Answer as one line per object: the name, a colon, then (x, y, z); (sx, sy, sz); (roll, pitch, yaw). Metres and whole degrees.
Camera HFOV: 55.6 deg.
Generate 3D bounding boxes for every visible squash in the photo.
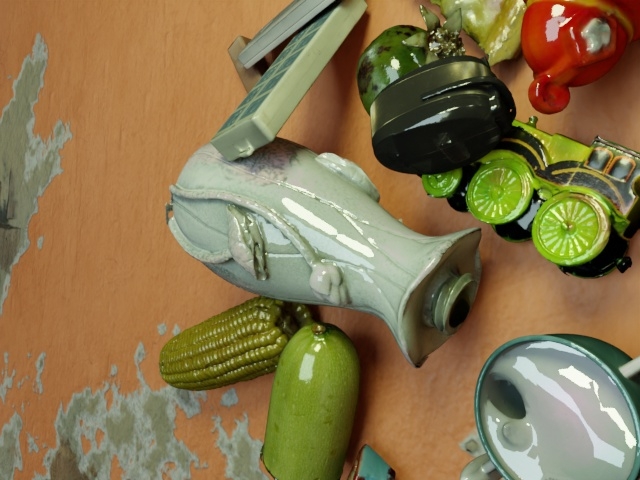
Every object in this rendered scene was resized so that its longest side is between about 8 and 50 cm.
squash: (-0.006, 0.228, 0.882); (0.132, 0.132, 0.247); (29, 117, 38)

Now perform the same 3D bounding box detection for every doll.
doll: (0.297, -0.299, 0.629); (0.363, 0.182, 0.160); (-67, 14, -4)

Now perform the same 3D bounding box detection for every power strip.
power strip: (-0.033, -0.250, 0.871); (0.106, 0.043, 0.367); (-15, 36, 45)

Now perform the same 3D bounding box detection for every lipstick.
lipstick: (-0.116, -0.295, 1.081); (0.045, 0.045, 0.145); (-42, 63, 33)

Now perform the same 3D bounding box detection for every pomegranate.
pomegranate: (0.117, -0.221, 0.794); (0.169, 0.148, 0.148); (98, 151, -66)

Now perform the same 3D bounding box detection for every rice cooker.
rice cooker: (0.135, -0.141, 0.694); (0.165, 0.112, 0.106); (-24, 55, 24)

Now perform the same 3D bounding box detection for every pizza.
pizza: (0.184, -0.369, 0.805); (0.287, 0.075, 0.280); (15, 97, 40)

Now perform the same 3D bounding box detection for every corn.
corn: (-0.156, 0.185, 1.043); (0.344, 0.131, 0.131); (-27, 71, 40)

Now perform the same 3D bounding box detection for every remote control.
remote control: (-0.039, -0.361, 0.970); (0.250, 0.034, 0.103); (-21, 31, 46)

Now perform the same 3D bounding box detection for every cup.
cup: (0.272, 0.174, 0.638); (0.300, 0.173, 0.167); (-48, 60, 29)

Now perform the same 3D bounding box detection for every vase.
vase: (0.000, 0.000, 0.844); (0.445, 0.250, 0.250); (25, 104, 32)

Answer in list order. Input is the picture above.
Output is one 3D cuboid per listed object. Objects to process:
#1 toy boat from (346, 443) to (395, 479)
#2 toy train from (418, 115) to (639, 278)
toy boat: (0.007, 0.486, 0.902); (0.079, 0.136, 0.392); (23, 105, 7)
toy train: (0.248, -0.074, 0.723); (0.296, 0.100, 0.160); (35, 103, 38)
